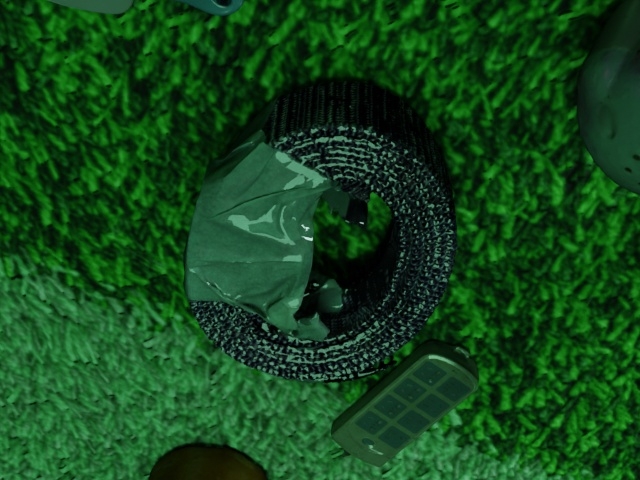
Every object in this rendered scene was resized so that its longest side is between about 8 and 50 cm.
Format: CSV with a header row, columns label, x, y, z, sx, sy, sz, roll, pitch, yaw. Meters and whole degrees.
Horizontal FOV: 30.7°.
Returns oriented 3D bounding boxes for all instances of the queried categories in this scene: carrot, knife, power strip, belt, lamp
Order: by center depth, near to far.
label,x,y,z,sx,sy,sz,roll,pitch,yaw
lamp,0.337,-0.102,0.914,0.247,0.247,0.301,41,161,-20
knife,-0.186,-0.231,1.062,0.244,0.032,0.058,3,136,9
belt,0.000,0.000,1.159,0.260,0.122,0.325,13,127,-9
power strip,0.093,0.196,1.352,0.080,0.029,0.227,32,124,-18
carrot,-0.150,0.368,1.394,0.159,0.225,0.159,3,123,5
